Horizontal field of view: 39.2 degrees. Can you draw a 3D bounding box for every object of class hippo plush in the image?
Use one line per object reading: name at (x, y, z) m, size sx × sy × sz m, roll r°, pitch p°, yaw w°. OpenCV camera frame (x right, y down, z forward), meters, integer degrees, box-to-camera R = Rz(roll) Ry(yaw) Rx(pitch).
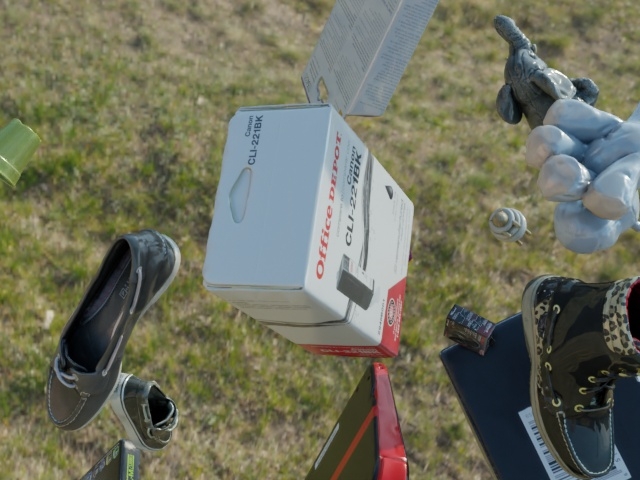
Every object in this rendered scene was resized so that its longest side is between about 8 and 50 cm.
hippo plush at (0.489, -0.113, 1.611) m, size 0.294 × 0.236 × 0.234 m, roll -40°, pitch 62°, yaw -20°

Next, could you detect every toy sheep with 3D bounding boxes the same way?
toy sheep at (0.445, -0.033, 2.117) m, size 0.132 × 0.091 × 0.091 m, roll 33°, pitch 21°, yaw -49°

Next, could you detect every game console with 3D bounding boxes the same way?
game console at (0.033, 0.437, 1.498) m, size 0.060 × 0.386 × 0.342 m, roll 24°, pitch 22°, yaw -9°

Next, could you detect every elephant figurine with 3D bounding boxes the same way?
elephant figurine at (0.414, -0.294, 1.754) m, size 0.239 × 0.169 × 0.186 m, roll 29°, pitch 12°, yaw -35°

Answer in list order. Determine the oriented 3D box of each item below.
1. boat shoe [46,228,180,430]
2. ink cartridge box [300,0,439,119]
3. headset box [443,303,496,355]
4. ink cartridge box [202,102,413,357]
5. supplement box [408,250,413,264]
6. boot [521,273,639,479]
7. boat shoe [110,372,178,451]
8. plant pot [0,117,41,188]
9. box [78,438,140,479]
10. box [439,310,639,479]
boat shoe at (-0.322, 0.127, 1.282) m, size 0.112 × 0.335 × 0.095 m, roll 36°, pitch 10°, yaw 26°
ink cartridge box at (0.080, -0.351, 1.535) m, size 0.071 × 0.330 × 0.324 m, roll 16°, pitch 29°, yaw -20°
headset box at (0.245, 0.147, 1.454) m, size 0.083 × 0.062 × 0.032 m, roll 28°, pitch 59°, yaw 19°
ink cartridge box at (0.000, 0.000, 0.972) m, size 0.114 × 0.273 × 0.197 m, roll -1°, pitch 70°, yaw 25°
supplement box at (0.097, 0.005, 1.310) m, size 0.043 × 0.083 × 0.055 m, roll -38°, pitch 54°, yaw -15°
boot at (0.303, 0.148, 0.957) m, size 0.085 × 0.178 × 0.236 m, roll -11°, pitch 88°, yaw -22°
boat shoe at (-0.265, 0.281, 1.422) m, size 0.070 × 0.219 × 0.078 m, roll 5°, pitch 59°, yaw 13°
plant pot at (-0.448, -0.132, 1.296) m, size 0.083 × 0.083 × 0.079 m, roll 33°, pitch 76°, yaw 19°
box at (-0.387, 0.479, 1.605) m, size 0.045 × 0.190 × 0.184 m, roll 26°, pitch 37°, yaw -28°
box at (0.451, 0.374, 1.651) m, size 0.297 × 0.472 × 0.480 m, roll -26°, pitch 76°, yaw 6°
